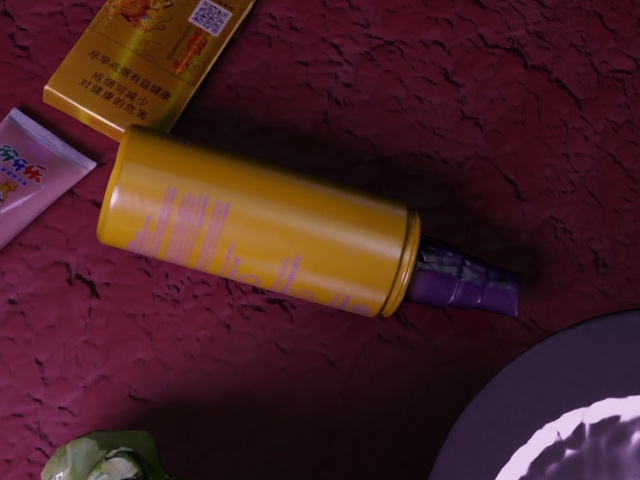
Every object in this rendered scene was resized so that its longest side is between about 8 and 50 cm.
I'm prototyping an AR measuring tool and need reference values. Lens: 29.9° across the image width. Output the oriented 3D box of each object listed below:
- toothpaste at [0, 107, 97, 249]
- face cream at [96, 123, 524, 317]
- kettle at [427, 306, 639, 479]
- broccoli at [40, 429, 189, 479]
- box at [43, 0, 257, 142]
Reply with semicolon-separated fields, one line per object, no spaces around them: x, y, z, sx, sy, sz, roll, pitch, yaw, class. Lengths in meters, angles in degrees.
-0.220;-0.003;0.725;0.067;0.043;0.194;34;57;4;toothpaste
0.000;0.000;0.760;0.273;0.078;0.078;16;63;-8;face cream
0.201;0.183;0.583;0.250;0.361;0.376;41;20;29;kettle
-0.075;0.210;0.591;0.254;0.269;0.269;44;52;-43;broccoli
-0.113;-0.135;0.821;0.089;0.022;0.156;28;62;-3;box
